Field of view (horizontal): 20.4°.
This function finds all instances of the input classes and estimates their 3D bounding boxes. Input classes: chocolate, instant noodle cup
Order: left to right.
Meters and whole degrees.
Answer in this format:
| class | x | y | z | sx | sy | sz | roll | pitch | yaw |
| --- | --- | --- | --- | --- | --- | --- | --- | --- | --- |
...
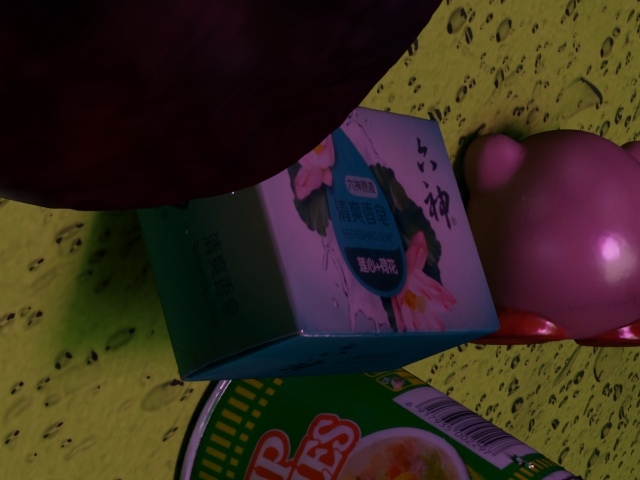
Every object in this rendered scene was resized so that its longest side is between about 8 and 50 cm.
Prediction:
| class | x | y | z | sx | sy | sz | roll | pitch | yaw |
| --- | --- | --- | --- | --- | --- | --- | --- | --- | --- |
| chocolate | -0.087 | -0.190 | 0.673 | 0.383 | 0.331 | 0.384 | -27 | 126 | -44 |
| instant noodle cup | 0.055 | 0.178 | 1.219 | 0.207 | 0.232 | 0.207 | -35 | 137 | -42 |

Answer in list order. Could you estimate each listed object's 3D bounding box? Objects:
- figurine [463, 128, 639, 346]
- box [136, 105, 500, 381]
| class | x | y | z | sx | sy | sz | roll | pitch | yaw |
| --- | --- | --- | --- | --- | --- | --- | --- | --- | --- |
| figurine | 0.190 | -0.003 | 1.381 | 0.173 | 0.173 | 0.173 | -34 | 136 | -42 |
| box | 0.000 | 0.000 | 1.094 | 0.245 | 0.092 | 0.153 | 2 | 68 | -57 |
